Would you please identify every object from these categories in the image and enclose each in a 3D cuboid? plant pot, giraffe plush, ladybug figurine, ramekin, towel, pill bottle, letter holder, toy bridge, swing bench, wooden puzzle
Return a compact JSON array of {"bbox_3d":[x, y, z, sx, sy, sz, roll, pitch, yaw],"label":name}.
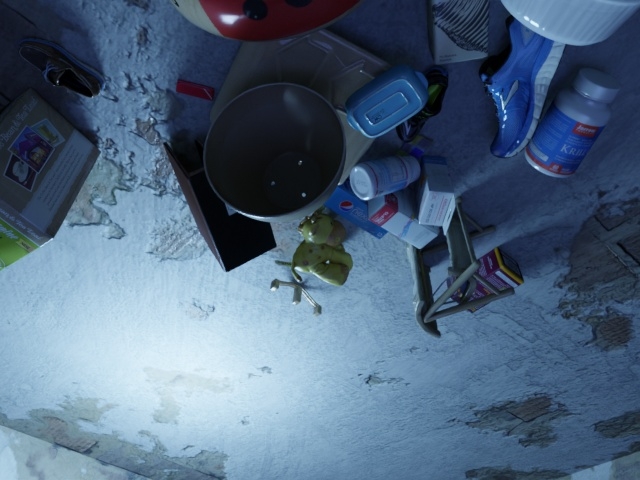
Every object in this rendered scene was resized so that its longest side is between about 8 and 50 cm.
[{"bbox_3d":[-0.078,-0.156,1.177,0.284,0.284,0.191,-6,164,7],"label":"plant pot"},{"bbox_3d":[0.000,0.000,1.471,0.210,0.181,0.170,2,124,-24],"label":"giraffe plush"},{"bbox_3d":[-0.083,-0.500,0.957,0.450,0.162,0.305,-11,114,12],"label":"ladybug figurine"},{"bbox_3d":[0.434,-0.457,0.969,0.273,0.272,0.127,11,145,-9],"label":"ramekin"},{"bbox_3d":[0.227,-0.223,1.355,0.060,0.009,0.083,24,129,-21],"label":"towel"},{"bbox_3d":[0.155,-0.153,1.316,0.160,0.087,0.087,-18,142,-32],"label":"pill bottle"},{"bbox_3d":[-0.251,-0.113,1.394,0.152,0.214,0.301,-28,134,-16],"label":"letter holder"},{"bbox_3d":[-0.069,0.164,1.688,0.188,0.063,0.026,34,125,-25],"label":"toy bridge"},{"bbox_3d":[0.556,-0.259,1.236,0.124,0.124,0.221,9,133,-7],"label":"pill bottle"},{"bbox_3d":[0.332,0.073,1.465,0.165,0.253,0.255,35,124,-27],"label":"swing bench"},{"bbox_3d":[-0.029,-0.316,1.233,0.348,0.080,0.322,25,128,-15],"label":"wooden puzzle"}]

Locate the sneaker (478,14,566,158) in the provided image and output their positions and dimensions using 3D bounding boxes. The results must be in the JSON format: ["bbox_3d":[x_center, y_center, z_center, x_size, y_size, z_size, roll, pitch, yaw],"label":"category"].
[{"bbox_3d":[0.407,-0.329,1.195,0.147,0.129,0.330,12,131,10],"label":"sneaker"}]

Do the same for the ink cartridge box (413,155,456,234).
[{"bbox_3d":[0.271,-0.109,1.343,0.062,0.181,0.104,5,133,-3],"label":"ink cartridge box"}]

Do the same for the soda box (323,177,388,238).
[{"bbox_3d":[0.096,-0.091,1.442,0.210,0.067,0.071,30,127,-24],"label":"soda box"}]

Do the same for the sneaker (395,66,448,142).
[{"bbox_3d":[0.222,-0.294,1.242,0.067,0.078,0.188,18,132,-15],"label":"sneaker"}]

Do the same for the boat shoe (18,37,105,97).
[{"bbox_3d":[-0.557,-0.367,1.197,0.183,0.066,0.066,23,129,-19],"label":"boat shoe"}]

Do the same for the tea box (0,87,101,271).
[{"bbox_3d":[-0.727,-0.113,1.260,0.324,0.329,0.220,-26,127,24],"label":"tea box"}]

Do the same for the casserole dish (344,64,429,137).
[{"bbox_3d":[0.137,-0.283,1.167,0.188,0.037,0.114,-28,122,28],"label":"casserole dish"}]

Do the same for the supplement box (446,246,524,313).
[{"bbox_3d":[0.473,0.117,1.621,0.104,0.080,0.188,34,125,-27],"label":"supplement box"}]

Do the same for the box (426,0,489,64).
[{"bbox_3d":[0.257,-0.483,1.052,0.113,0.094,0.275,-8,133,8],"label":"box"}]

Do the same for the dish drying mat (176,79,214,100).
[{"bbox_3d":[-0.282,-0.338,1.259,0.083,0.008,0.032,12,133,-10],"label":"dish drying mat"}]

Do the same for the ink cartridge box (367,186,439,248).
[{"bbox_3d":[0.206,-0.075,1.413,0.175,0.127,0.072,29,129,-23],"label":"ink cartridge box"}]
